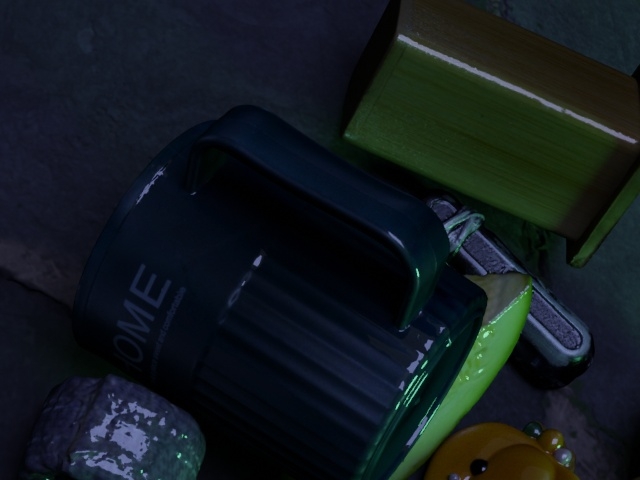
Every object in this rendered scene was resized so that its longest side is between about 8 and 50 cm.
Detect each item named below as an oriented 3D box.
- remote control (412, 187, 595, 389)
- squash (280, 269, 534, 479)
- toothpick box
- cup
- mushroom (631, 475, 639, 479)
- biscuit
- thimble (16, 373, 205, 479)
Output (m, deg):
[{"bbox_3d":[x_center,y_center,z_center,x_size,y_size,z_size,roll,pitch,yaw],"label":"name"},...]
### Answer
[{"bbox_3d":[0.195,0.044,1.504,0.266,0.066,0.090,49,52,2],"label":"remote control"},{"bbox_3d":[0.094,0.170,1.361,0.203,0.111,0.288,1,53,20],"label":"squash"},{"bbox_3d":[0.194,-0.138,1.505,0.308,0.187,0.190,23,38,-8],"label":"toothpick box"},{"bbox_3d":[-0.017,0.044,1.216,0.292,0.307,0.242,33,22,14],"label":"cup"},{"bbox_3d":[0.288,0.299,1.390,0.135,0.170,0.080,48,8,38],"label":"mushroom"},{"bbox_3d":[0.187,0.246,1.371,0.170,0.050,0.170,-3,60,5],"label":"biscuit"},{"bbox_3d":[-0.180,0.190,1.210,0.150,0.150,0.097,30,59,-11],"label":"thimble"}]
